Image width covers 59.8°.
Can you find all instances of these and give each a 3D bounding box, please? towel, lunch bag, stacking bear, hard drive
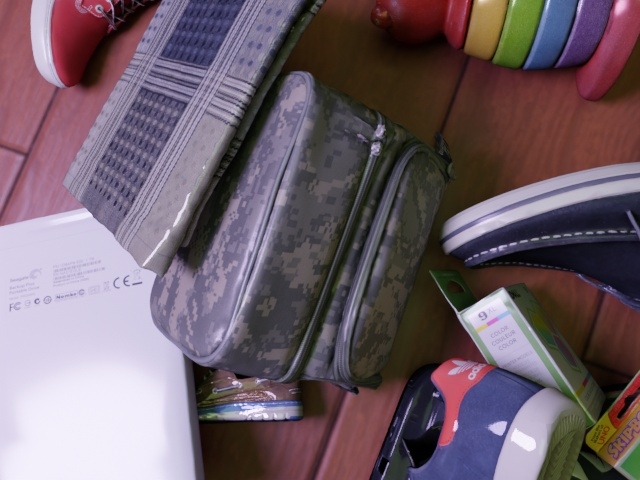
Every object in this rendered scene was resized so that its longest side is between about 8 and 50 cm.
[{"bbox_3d":[-0.151,-0.147,0.603,0.312,0.056,0.324,30,90,47],"label":"towel"},{"bbox_3d":[0.000,0.000,0.604,0.256,0.213,0.305,22,85,-35],"label":"lunch bag"},{"bbox_3d":[0.208,-0.282,0.658,0.289,0.164,0.175,8,84,8],"label":"stacking bear"},{"bbox_3d":[-0.267,0.130,0.640,0.233,0.047,0.353,-12,68,1],"label":"hard drive"}]

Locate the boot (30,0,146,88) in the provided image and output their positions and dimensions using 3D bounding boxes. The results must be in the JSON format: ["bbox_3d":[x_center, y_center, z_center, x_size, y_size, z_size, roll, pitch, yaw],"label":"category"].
[{"bbox_3d":[-0.253,-0.303,0.713,0.176,0.088,0.244,11,81,2],"label":"boot"}]

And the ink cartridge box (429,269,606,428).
[{"bbox_3d":[0.215,0.104,0.607,0.062,0.109,0.209,-39,70,24],"label":"ink cartridge box"}]

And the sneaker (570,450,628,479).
[{"bbox_3d":[0.309,0.343,0.608,0.153,0.094,0.234,-2,87,-1],"label":"sneaker"}]

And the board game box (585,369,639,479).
[{"bbox_3d":[0.394,0.229,0.568,0.259,0.039,0.124,39,90,-12],"label":"board game box"}]

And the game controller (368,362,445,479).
[{"bbox_3d":[0.134,0.311,0.646,0.167,0.067,0.319,23,86,-10],"label":"game controller"}]

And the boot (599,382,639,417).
[{"bbox_3d":[0.407,0.215,0.625,0.219,0.082,0.106,0,81,1],"label":"boot"}]

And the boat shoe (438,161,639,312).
[{"bbox_3d":[0.382,0.013,0.600,0.500,0.187,0.155,0,78,-2],"label":"boat shoe"}]

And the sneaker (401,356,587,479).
[{"bbox_3d":[0.145,0.276,0.564,0.148,0.131,0.350,26,115,43],"label":"sneaker"}]

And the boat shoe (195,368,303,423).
[{"bbox_3d":[-0.111,0.183,0.666,0.183,0.066,0.066,-2,68,3],"label":"boat shoe"}]
